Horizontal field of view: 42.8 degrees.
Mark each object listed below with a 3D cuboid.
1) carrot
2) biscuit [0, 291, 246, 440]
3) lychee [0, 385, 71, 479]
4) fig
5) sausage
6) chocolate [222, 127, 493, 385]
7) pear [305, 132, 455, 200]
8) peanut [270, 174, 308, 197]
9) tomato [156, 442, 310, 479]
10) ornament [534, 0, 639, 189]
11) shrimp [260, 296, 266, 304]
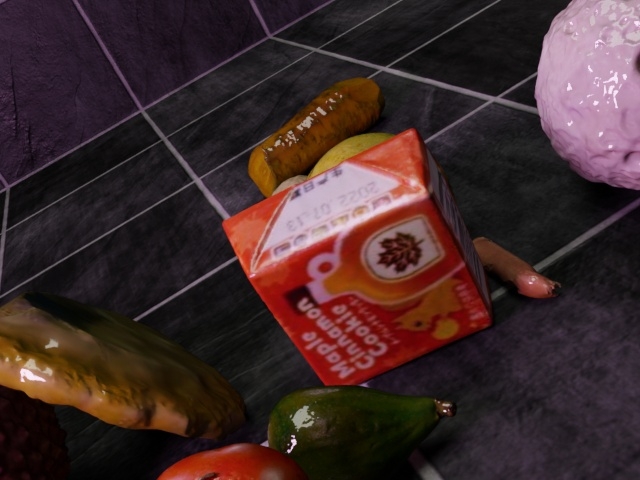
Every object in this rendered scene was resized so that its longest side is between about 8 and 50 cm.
[{"bbox_3d":[-0.008,-0.204,1.547,0.302,0.114,0.114,-39,27,-20],"label":"carrot"},{"bbox_3d":[-0.245,0.133,0.946,0.078,0.329,0.335,-66,23,-1],"label":"biscuit"},{"bbox_3d":[-0.413,0.251,0.870,0.306,0.306,0.330,-22,19,14],"label":"lychee"},{"bbox_3d":[0.040,0.185,0.767,0.178,0.117,0.117,-15,23,-11],"label":"fig"},{"bbox_3d":[0.218,0.031,0.945,0.042,0.036,0.158,-24,24,-13],"label":"sausage"},{"bbox_3d":[0.052,0.036,0.882,0.235,0.237,0.108,-24,38,9],"label":"chocolate"},{"bbox_3d":[0.082,-0.044,1.052,0.197,0.197,0.197,-23,25,12],"label":"pear"},{"bbox_3d":[-0.063,-0.037,1.323,0.082,0.082,0.187,-7,34,39],"label":"peanut"},{"bbox_3d":[-0.074,0.258,0.665,0.187,0.187,0.151,-8,-7,38],"label":"tomato"},{"bbox_3d":[0.367,-0.187,0.942,0.225,0.259,0.259,9,35,11],"label":"ornament"},{"bbox_3d":[0.000,0.000,1.217,0.169,0.058,0.296,-16,31,29],"label":"shrimp"}]
